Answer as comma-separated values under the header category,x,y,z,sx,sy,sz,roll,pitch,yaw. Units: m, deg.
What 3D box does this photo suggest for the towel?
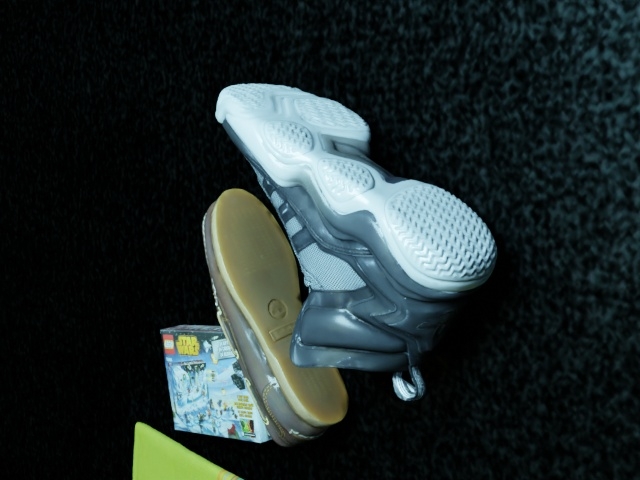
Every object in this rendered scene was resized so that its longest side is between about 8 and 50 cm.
category,x,y,z,sx,sy,sz,roll,pitch,yaw
towel,-0.105,0.246,1.189,0.237,0.021,0.102,17,105,50

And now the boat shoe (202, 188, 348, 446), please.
category,x,y,z,sx,sy,sz,roll,pitch,yaw
boat shoe,-0.050,0.064,1.032,0.073,0.073,0.207,-37,69,47

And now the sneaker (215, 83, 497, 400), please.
category,x,y,z,sx,sy,sz,roll,pitch,yaw
sneaker,0.000,0.000,0.929,0.268,0.101,0.153,41,125,37

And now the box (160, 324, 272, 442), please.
category,x,y,z,sx,sy,sz,roll,pitch,yaw
box,-0.087,0.122,1.130,0.137,0.027,0.094,-2,97,52
